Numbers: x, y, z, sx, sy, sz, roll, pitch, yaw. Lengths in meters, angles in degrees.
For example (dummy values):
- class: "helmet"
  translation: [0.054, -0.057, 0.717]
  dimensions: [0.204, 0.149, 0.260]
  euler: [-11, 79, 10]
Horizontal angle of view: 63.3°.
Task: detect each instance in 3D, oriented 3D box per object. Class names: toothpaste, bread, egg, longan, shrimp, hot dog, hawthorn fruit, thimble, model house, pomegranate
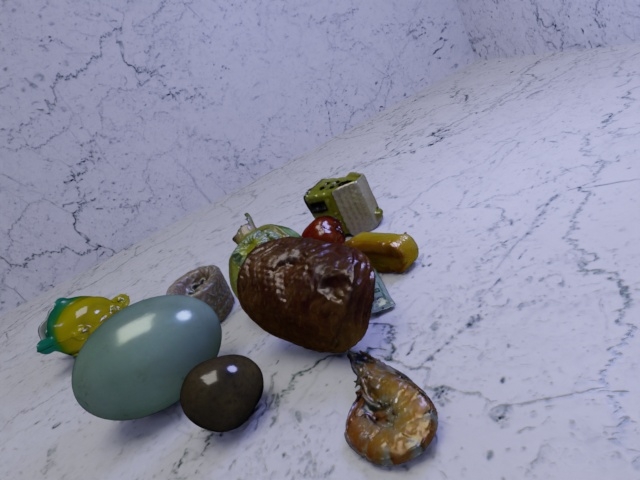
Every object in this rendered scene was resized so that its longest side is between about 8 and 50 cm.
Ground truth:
- class: "toothpaste"
  translation: [0.146, 0.126, 1.375]
  dimensions: [0.064, 0.041, 0.218]
  euler: [-19, 25, 3]
- class: "bread"
  translation: [0.165, 0.035, 1.481]
  dimensions: [0.094, 0.102, 0.245]
  euler: [-33, 22, -33]
- class: "egg"
  translation: [-0.435, 0.293, 1.325]
  dimensions: [0.388, 0.276, 0.276]
  euler: [-32, 22, -18]
- class: "longan"
  translation: [-0.211, 0.330, 1.135]
  dimensions: [0.167, 0.167, 0.187]
  euler: [-4, 20, 44]
- class: "shrimp"
  translation: [0.100, 0.305, 0.976]
  dimensions: [0.164, 0.062, 0.317]
  euler: [-33, 24, -10]
- class: "hot dog"
  translation: [-0.032, 0.123, 1.251]
  dimensions: [0.387, 0.174, 0.267]
  euler: [10, 81, 38]
- class: "hawthorn fruit"
  translation: [0.000, 0.000, 1.696]
  dimensions: [0.172, 0.148, 0.148]
  euler: [-26, 19, 24]
- class: "thimble"
  translation: [-0.389, 0.190, 1.700]
  dimensions: [0.196, 0.148, 0.229]
  euler: [-29, 23, -12]
- class: "model house"
  translation: [0.098, -0.130, 1.809]
  dimensions: [0.234, 0.193, 0.175]
  euler: [-12, 23, 34]
- class: "pomegranate"
  translation: [-0.158, 0.059, 1.534]
  dimensions: [0.260, 0.260, 0.341]
  euler: [-29, 59, -7]

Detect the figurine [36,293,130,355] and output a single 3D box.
- class: "figurine"
  translation: [-0.861, 0.300, 1.878]
  dimensions: [0.340, 0.231, 0.323]
  euler: [-15, 18, 40]
